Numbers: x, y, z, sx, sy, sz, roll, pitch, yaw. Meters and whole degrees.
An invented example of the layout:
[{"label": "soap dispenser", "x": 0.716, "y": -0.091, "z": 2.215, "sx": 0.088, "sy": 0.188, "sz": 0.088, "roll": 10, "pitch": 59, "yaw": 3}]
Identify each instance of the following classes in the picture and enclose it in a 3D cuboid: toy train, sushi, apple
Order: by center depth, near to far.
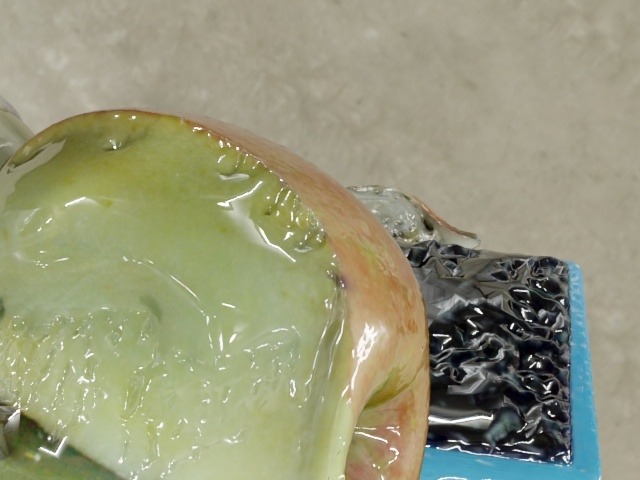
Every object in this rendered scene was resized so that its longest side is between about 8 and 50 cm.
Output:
[{"label": "apple", "x": -0.049, "y": 0.055, "z": 0.563, "sx": 0.188, "sy": 0.207, "sz": 0.174, "roll": 17, "pitch": 15, "yaw": 15}, {"label": "toy train", "x": 0.074, "y": 0.147, "z": 0.865, "sx": 0.188, "sy": 0.265, "sz": 0.300, "roll": 5, "pitch": 32, "yaw": 3}, {"label": "sushi", "x": 0.007, "y": -0.012, "z": 1.372, "sx": 0.273, "sy": 0.134, "sz": 0.109, "roll": -14, "pitch": 56, "yaw": 2}]

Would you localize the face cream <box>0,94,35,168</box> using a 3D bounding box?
[{"label": "face cream", "x": -0.208, "y": -0.075, "z": 0.721, "sx": 0.070, "sy": 0.114, "sz": 0.224, "roll": -27, "pitch": 54, "yaw": -27}]
